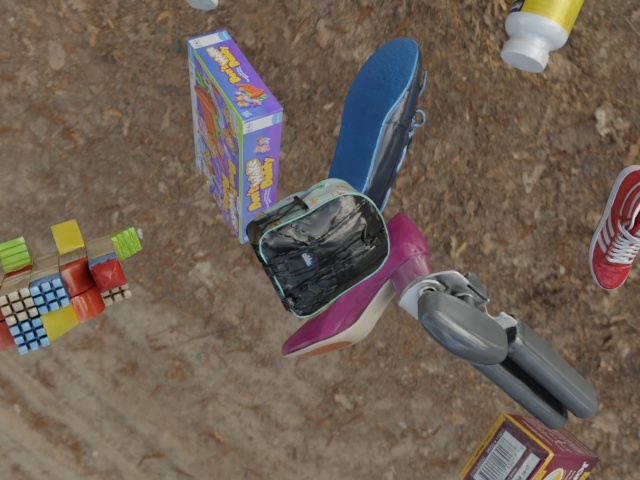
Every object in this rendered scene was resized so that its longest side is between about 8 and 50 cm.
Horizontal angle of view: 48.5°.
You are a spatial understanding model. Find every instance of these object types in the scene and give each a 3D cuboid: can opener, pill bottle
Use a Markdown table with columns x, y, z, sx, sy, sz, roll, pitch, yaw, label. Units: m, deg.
| x | y | z | sx | sy | sz | roll | pitch | yaw | label |
| --- | --- | --- | --- | --- | --- | --- | --- | --- | --- |
| 0.190 | 0.131 | 0.737 | 0.076 | 0.095 | 0.283 | -34 | 120 | 32 | can opener |
| 0.361 | -0.371 | 1.142 | 0.103 | 0.103 | 0.184 | 24 | 90 | -4 | pill bottle |

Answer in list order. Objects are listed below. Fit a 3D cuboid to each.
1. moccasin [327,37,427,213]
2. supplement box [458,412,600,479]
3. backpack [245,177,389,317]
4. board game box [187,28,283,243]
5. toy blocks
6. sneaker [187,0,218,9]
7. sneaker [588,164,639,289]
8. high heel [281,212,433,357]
| x | y | z | sx | sy | sz | roll | pitch | yaw | label |
| --- | --- | --- | --- | --- | --- | --- | --- | --- | --- |
| 0.101 | -0.194 | 1.267 | 0.138 | 0.342 | 0.117 | 14 | 165 | 37 | moccasin |
| 0.278 | 0.297 | 0.933 | 0.188 | 0.081 | 0.104 | 22 | 103 | -48 | supplement box |
| 0.000 | 0.000 | 1.061 | 0.188 | 0.144 | 0.165 | -28 | 115 | -3 | backpack |
| -0.167 | -0.191 | 1.372 | 0.078 | 0.233 | 0.347 | -22 | 149 | -21 | board game box |
| -0.480 | 0.100 | 1.218 | 0.381 | 0.261 | 0.190 | -20 | 106 | -15 | toy blocks |
| -0.206 | -0.421 | 1.091 | 0.061 | 0.064 | 0.158 | 0 | 164 | 15 | sneaker |
| 0.271 | 0.000 | 0.619 | 0.042 | 0.067 | 0.118 | 4 | 113 | -2 | sneaker |
| 0.058 | 0.103 | 1.428 | 0.377 | 0.127 | 0.181 | -28 | 68 | 21 | high heel |
